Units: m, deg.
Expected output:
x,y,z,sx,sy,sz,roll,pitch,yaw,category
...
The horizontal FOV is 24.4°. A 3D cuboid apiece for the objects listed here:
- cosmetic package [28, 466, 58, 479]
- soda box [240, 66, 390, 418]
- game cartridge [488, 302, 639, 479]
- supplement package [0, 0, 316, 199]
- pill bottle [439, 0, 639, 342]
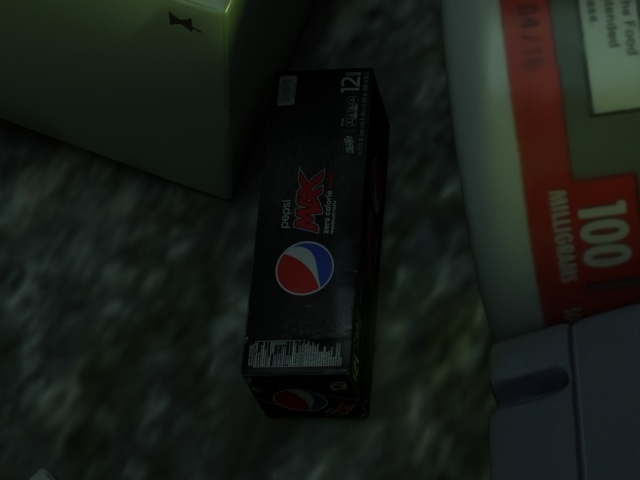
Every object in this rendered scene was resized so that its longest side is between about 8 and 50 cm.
x,y,z,sx,sy,sz,roll,pitch,yaw,category
-0.172,0.224,0.653,0.239,0.060,0.099,-44,63,-10,cosmetic package
0.000,0.000,0.729,0.053,0.060,0.169,0,62,12,soda box
0.164,0.138,0.432,0.230,0.068,0.355,-14,37,17,game cartridge
-0.088,-0.201,0.751,0.198,0.199,0.263,20,69,5,supplement package
0.241,-0.070,0.620,0.362,0.210,0.210,-8,62,10,pill bottle
